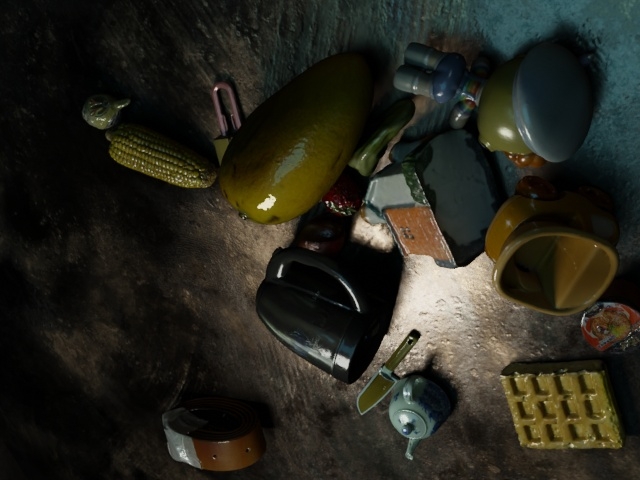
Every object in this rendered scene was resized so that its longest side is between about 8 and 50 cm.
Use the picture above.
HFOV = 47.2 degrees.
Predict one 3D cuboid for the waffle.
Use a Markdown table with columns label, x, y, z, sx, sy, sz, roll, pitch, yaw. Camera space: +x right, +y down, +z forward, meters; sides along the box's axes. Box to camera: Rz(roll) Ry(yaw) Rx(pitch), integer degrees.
| label | x | y | z | sx | sy | sz | roll | pitch | yaw |
| --- | --- | --- | --- | --- | --- | --- | --- | --- | --- |
| waffle | 0.570 | 0.389 | 1.721 | 0.247 | 0.055 | 0.221 | -10 | 111 | 31 |

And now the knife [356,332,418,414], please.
| label | x | y | z | sx | sy | sz | roll | pitch | yaw |
| --- | --- | --- | --- | --- | --- | --- | --- | --- | --- |
| knife | 0.176 | 0.363 | 1.941 | 0.061 | 0.027 | 0.343 | 34 | 127 | 3 |

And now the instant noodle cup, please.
| label | x | y | z | sx | sy | sz | roll | pitch | yaw |
| --- | --- | --- | --- | --- | --- | --- | --- | --- | --- |
| instant noodle cup | 0.613 | 0.148 | 1.515 | 0.127 | 0.136 | 0.127 | 13 | 121 | 22 |

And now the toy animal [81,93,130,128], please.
| label | x | y | z | sx | sy | sz | roll | pitch | yaw |
| --- | --- | --- | --- | --- | --- | --- | --- | --- | --- |
| toy animal | -0.555 | -0.342 | 1.930 | 0.137 | 0.098 | 0.098 | -12 | 112 | 2 |

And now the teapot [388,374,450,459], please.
| label | x | y | z | sx | sy | sz | roll | pitch | yaw |
| --- | --- | --- | --- | --- | --- | --- | --- | --- | --- |
| teapot | 0.241 | 0.441 | 1.872 | 0.159 | 0.159 | 0.232 | 8 | 119 | 25 |

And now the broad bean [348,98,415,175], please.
| label | x | y | z | sx | sy | sz | roll | pitch | yaw |
| --- | --- | --- | --- | --- | --- | --- | --- | --- | --- |
| broad bean | 0.125 | -0.222 | 1.579 | 0.072 | 0.153 | 0.207 | 29 | 141 | -6 |

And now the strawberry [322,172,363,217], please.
| label | x | y | z | sx | sy | sz | roll | pitch | yaw |
| --- | --- | --- | --- | --- | --- | --- | --- | --- | --- |
| strawberry | 0.053 | -0.106 | 1.716 | 0.106 | 0.106 | 0.106 | 13 | 121 | 22 |

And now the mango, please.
| label | x | y | z | sx | sy | sz | roll | pitch | yaw |
| --- | --- | --- | --- | --- | --- | --- | --- | --- | --- |
| mango | -0.044 | -0.222 | 1.601 | 0.220 | 0.301 | 0.445 | 33 | 112 | -27 |

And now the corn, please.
| label | x | y | z | sx | sy | sz | roll | pitch | yaw |
| --- | --- | --- | --- | --- | --- | --- | --- | --- | --- |
| corn | -0.418 | -0.219 | 1.898 | 0.321 | 0.119 | 0.119 | 20 | 124 | 13 |

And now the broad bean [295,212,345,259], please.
| label | x | y | z | sx | sy | sz | roll | pitch | yaw |
| --- | --- | --- | --- | --- | --- | --- | --- | --- | --- |
| broad bean | 0.000 | 0.000 | 1.805 | 0.114 | 0.084 | 0.165 | 32 | 133 | 7 |

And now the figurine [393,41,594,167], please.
| label | x | y | z | sx | sy | sz | roll | pitch | yaw |
| --- | --- | --- | --- | --- | --- | --- | --- | --- | --- |
| figurine | 0.316 | -0.267 | 1.387 | 0.381 | 0.205 | 0.225 | 9 | 85 | 20 |

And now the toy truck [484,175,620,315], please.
| label | x | y | z | sx | sy | sz | roll | pitch | yaw |
| --- | --- | --- | --- | --- | --- | --- | --- | --- | --- |
| toy truck | 0.455 | 0.008 | 1.442 | 0.288 | 0.212 | 0.204 | 12 | 126 | -15 |

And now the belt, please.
| label | x | y | z | sx | sy | sz | roll | pitch | yaw |
| --- | --- | --- | --- | --- | --- | --- | --- | --- | --- |
| belt | -0.325 | 0.584 | 2.215 | 0.338 | 0.217 | 0.122 | 3 | 116 | 31 |

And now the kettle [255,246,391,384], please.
| label | x | y | z | sx | sy | sz | roll | pitch | yaw |
| --- | --- | --- | --- | --- | --- | --- | --- | --- | --- |
| kettle | -0.013 | 0.156 | 1.803 | 0.324 | 0.228 | 0.321 | 25 | 136 | 20 |

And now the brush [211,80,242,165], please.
| label | x | y | z | sx | sy | sz | roll | pitch | yaw |
| --- | --- | --- | --- | --- | --- | --- | --- | --- | --- |
| brush | -0.220 | -0.275 | 1.799 | 0.103 | 0.047 | 0.233 | -1 | 114 | 29 |

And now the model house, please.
| label | x | y | z | sx | sy | sz | roll | pitch | yaw |
| --- | --- | --- | --- | --- | --- | --- | --- | --- | --- |
| model house | 0.211 | -0.093 | 1.609 | 0.300 | 0.190 | 0.271 | -2 | 122 | 52 |
